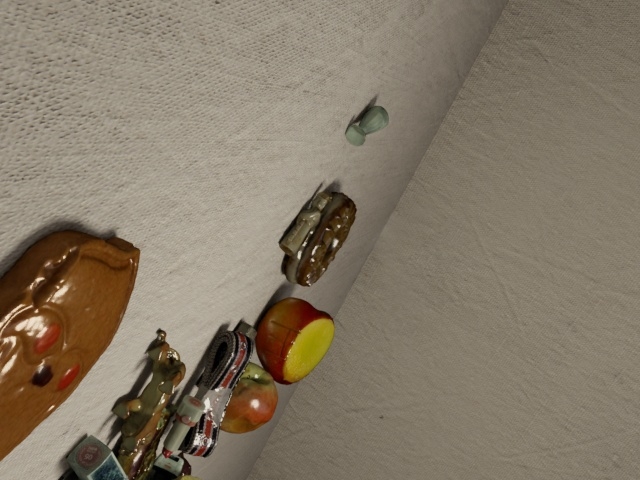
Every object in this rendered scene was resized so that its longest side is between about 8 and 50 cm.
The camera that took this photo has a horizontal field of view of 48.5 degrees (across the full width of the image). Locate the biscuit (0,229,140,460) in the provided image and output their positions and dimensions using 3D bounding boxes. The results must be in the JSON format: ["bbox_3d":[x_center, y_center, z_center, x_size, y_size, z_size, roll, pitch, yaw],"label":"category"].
[{"bbox_3d":[-0.410,0.169,0.992,0.455,0.078,0.349,-53,171,-32],"label":"biscuit"}]

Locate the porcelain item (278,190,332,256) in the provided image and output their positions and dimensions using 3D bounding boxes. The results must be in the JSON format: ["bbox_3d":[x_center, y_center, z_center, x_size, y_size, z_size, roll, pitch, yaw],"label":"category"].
[{"bbox_3d":[-0.039,-0.056,2.032,0.213,0.054,0.084,-55,171,-16],"label":"porcelain item"}]

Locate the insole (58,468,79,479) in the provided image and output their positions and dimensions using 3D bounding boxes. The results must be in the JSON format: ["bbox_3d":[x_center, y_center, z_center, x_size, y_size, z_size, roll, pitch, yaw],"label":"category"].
[{"bbox_3d":[-0.527,0.546,1.572,0.110,0.012,0.309,-62,170,-13],"label":"insole"}]

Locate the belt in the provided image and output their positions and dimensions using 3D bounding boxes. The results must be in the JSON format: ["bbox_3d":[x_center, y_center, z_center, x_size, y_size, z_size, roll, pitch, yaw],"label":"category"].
[{"bbox_3d":[-0.289,0.415,1.924,0.094,0.126,0.359,24,91,-41],"label":"belt"}]

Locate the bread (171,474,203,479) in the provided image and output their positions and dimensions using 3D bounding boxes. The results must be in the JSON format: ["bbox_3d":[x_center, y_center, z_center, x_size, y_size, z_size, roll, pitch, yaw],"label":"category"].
[{"bbox_3d":[-0.473,0.821,1.960,0.375,0.165,0.236,-41,155,-1],"label":"bread"}]

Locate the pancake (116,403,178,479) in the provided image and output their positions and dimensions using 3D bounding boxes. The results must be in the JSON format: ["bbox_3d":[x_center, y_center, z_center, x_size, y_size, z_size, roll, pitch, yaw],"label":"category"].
[{"bbox_3d":[-0.467,0.593,1.782,0.426,0.067,0.305,-66,171,9],"label":"pancake"}]

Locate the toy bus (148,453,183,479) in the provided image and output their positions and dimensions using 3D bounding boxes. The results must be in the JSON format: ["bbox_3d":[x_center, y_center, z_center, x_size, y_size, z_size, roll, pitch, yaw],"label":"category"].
[{"bbox_3d":[-0.462,0.709,2.104,0.089,0.087,0.193,-61,173,-52],"label":"toy bus"}]

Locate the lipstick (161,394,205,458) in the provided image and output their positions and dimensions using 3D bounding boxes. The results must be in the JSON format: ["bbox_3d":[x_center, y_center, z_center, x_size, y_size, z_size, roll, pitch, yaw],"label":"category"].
[{"bbox_3d":[-0.369,0.499,1.854,0.186,0.063,0.057,-61,-175,13],"label":"lipstick"}]

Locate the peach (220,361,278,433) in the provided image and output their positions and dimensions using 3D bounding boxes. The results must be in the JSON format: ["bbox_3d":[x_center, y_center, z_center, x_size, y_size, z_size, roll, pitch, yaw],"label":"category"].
[{"bbox_3d":[-0.251,0.483,2.161,0.235,0.214,0.214,-44,175,24],"label":"peach"}]

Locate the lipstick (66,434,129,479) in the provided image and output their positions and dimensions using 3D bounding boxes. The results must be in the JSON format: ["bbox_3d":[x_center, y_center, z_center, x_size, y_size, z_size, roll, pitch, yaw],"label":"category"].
[{"bbox_3d":[-0.453,0.521,1.512,0.077,0.076,0.289,-46,151,-32],"label":"lipstick"}]

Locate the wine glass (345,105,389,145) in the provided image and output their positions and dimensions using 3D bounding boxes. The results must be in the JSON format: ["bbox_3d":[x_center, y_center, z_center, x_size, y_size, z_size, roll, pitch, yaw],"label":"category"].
[{"bbox_3d":[0.133,-0.329,2.046,0.155,0.073,0.073,-44,161,-45],"label":"wine glass"}]

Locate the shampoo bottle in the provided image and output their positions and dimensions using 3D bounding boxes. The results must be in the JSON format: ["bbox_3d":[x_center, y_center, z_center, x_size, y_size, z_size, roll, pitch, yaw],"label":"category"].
[{"bbox_3d":[-0.269,0.344,2.059,0.227,0.056,0.086,-56,165,-18],"label":"shampoo bottle"}]

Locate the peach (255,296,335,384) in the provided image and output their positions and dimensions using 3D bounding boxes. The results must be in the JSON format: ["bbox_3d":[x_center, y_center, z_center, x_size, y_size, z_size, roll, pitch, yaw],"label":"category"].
[{"bbox_3d":[-0.098,0.328,2.305,0.245,0.249,0.274,0,-123,55],"label":"peach"}]

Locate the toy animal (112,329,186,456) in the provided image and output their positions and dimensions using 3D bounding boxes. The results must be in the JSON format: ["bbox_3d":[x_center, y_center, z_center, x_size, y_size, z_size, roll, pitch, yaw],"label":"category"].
[{"bbox_3d":[-0.370,0.345,1.559,0.312,0.097,0.157,-61,175,0],"label":"toy animal"}]

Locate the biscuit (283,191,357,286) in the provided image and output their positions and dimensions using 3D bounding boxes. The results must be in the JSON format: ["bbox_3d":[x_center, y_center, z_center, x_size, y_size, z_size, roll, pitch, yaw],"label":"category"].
[{"bbox_3d":[0.000,0.000,2.225,0.332,0.103,0.332,-55,169,-16],"label":"biscuit"}]

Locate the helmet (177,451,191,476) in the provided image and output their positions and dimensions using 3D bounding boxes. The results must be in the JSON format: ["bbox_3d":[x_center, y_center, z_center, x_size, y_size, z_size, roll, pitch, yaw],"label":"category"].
[{"bbox_3d":[-0.454,0.753,2.283,0.123,0.070,0.098,-57,168,-4],"label":"helmet"}]
